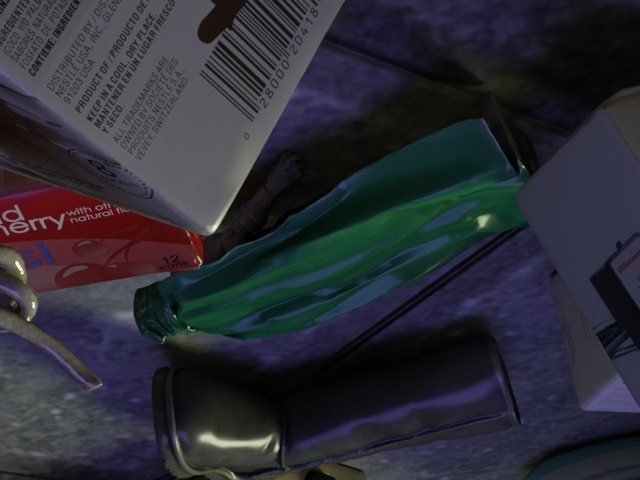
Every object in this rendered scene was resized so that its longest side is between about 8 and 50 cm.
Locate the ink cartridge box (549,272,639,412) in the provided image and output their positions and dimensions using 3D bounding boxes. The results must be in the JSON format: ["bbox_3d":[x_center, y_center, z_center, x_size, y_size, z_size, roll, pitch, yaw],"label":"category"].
[{"bbox_3d":[0.211,0.028,0.816,0.092,0.090,0.143,6,145,-22],"label":"ink cartridge box"}]

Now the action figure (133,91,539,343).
[{"bbox_3d":[0.000,0.000,0.747,0.232,0.063,0.137,-24,148,17],"label":"action figure"}]

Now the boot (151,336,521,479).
[{"bbox_3d":[0.015,0.106,0.914,0.208,0.076,0.189,-9,164,15],"label":"boot"}]

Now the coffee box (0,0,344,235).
[{"bbox_3d":[-0.126,-0.112,0.413,0.141,0.098,0.246,16,162,45],"label":"coffee box"}]

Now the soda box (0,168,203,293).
[{"bbox_3d":[-0.189,-0.023,0.635,0.263,0.092,0.083,-10,148,4],"label":"soda box"}]

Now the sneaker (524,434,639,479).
[{"bbox_3d":[0.324,0.238,1.076,0.319,0.208,0.127,-18,146,16],"label":"sneaker"}]

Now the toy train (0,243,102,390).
[{"bbox_3d":[-0.186,-0.032,0.422,0.248,0.143,0.105,38,85,-36],"label":"toy train"}]

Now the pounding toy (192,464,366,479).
[{"bbox_3d":[-0.030,0.218,1.061,0.141,0.100,0.130,-30,143,32],"label":"pounding toy"}]

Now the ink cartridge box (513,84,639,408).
[{"bbox_3d":[0.209,0.025,0.663,0.153,0.208,0.087,-17,161,-35],"label":"ink cartridge box"}]
